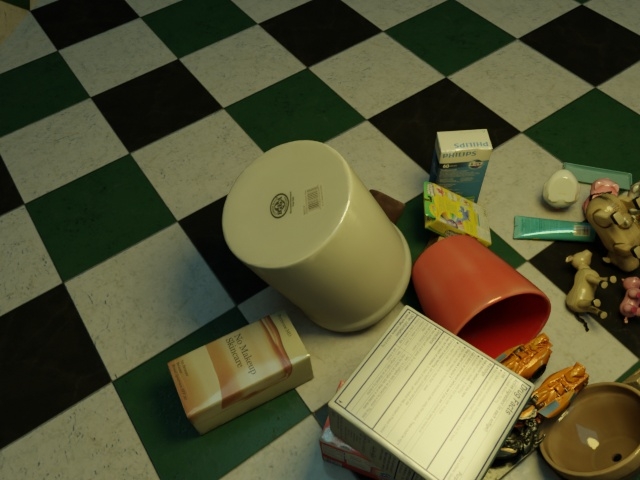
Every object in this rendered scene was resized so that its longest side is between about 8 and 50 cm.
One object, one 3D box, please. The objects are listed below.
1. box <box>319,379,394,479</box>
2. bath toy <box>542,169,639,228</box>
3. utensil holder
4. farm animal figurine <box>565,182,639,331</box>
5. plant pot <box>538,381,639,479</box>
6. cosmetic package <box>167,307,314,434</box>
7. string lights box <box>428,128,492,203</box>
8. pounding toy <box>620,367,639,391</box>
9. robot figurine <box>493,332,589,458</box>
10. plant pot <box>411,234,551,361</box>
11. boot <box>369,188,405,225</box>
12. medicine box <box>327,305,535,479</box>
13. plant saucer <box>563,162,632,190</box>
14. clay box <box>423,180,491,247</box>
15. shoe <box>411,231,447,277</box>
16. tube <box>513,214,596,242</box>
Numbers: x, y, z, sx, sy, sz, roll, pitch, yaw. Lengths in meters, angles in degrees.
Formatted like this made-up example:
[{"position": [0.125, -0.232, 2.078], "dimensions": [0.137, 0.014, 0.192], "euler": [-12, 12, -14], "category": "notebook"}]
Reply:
[{"position": [0.161, 0.426, 1.160], "dimensions": [0.300, 0.154, 0.142], "euler": [15, 57, 15], "category": "box"}, {"position": [0.791, -0.105, 1.517], "dimensions": [0.348, 0.151, 0.129], "euler": [15, 14, 18], "category": "bath toy"}, {"position": [0.000, 0.000, 1.278], "dimensions": [0.328, 0.385, 0.327], "euler": [-12, 60, 22], "category": "utensil holder"}, {"position": [0.748, 0.024, 1.391], "dimensions": [0.330, 0.172, 0.326], "euler": [-18, 97, -9], "category": "farm animal figurine"}, {"position": [0.586, 0.417, 1.136], "dimensions": [0.237, 0.237, 0.109], "euler": [-44, 104, -24], "category": "plant pot"}, {"position": [-0.181, 0.302, 1.285], "dimensions": [0.296, 0.129, 0.153], "euler": [-25, 56, -14], "category": "cosmetic package"}, {"position": [0.374, -0.181, 1.513], "dimensions": [0.133, 0.259, 0.076], "euler": [-3, 54, 1], "category": "string lights box"}, {"position": [0.738, 0.336, 1.234], "dimensions": [0.141, 0.100, 0.130], "euler": [-31, 73, -14], "category": "pounding toy"}, {"position": [0.430, 0.340, 1.222], "dimensions": [0.291, 0.085, 0.211], "euler": [-33, 45, -11], "category": "robot figurine"}, {"position": [0.356, 0.132, 1.304], "dimensions": [0.275, 0.275, 0.243], "euler": [-19, 46, -10], "category": "plant pot"}, {"position": [0.181, -0.032, 1.522], "dimensions": [0.248, 0.090, 0.207], "euler": [29, 63, 26], "category": "boot"}, {"position": [0.204, 0.320, 1.050], "dimensions": [0.289, 0.149, 0.263], "euler": [32, 61, 23], "category": "medicine box"}, {"position": [0.819, -0.187, 1.637], "dimensions": [0.192, 0.018, 0.067], "euler": [11, 56, 13], "category": "plant saucer"}, {"position": [0.357, -0.066, 1.492], "dimensions": [0.222, 0.053, 0.127], "euler": [21, 51, -21], "category": "clay box"}, {"position": [0.306, 0.037, 1.470], "dimensions": [0.058, 0.076, 0.219], "euler": [46, 51, -11], "category": "shoe"}, {"position": [0.643, -0.030, 1.520], "dimensions": [0.207, 0.052, 0.080], "euler": [6, 50, 14], "category": "tube"}]
